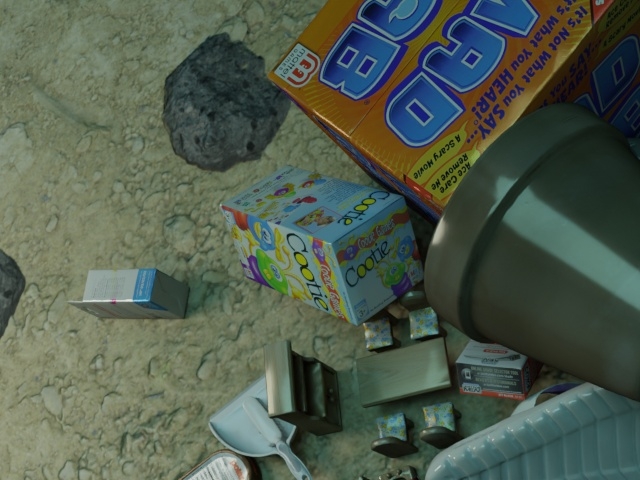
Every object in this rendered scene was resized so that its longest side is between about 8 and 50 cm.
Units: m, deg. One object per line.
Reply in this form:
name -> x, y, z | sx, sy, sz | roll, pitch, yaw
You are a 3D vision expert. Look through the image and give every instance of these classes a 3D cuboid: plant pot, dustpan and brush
plant pot -> 0.335, 0.037, 1.267 | 0.280, 0.323, 0.323 | 38, 90, 35
dustpan and brush -> -0.070, 0.296, 1.595 | 0.147, 0.060, 0.211 | -38, 61, -6

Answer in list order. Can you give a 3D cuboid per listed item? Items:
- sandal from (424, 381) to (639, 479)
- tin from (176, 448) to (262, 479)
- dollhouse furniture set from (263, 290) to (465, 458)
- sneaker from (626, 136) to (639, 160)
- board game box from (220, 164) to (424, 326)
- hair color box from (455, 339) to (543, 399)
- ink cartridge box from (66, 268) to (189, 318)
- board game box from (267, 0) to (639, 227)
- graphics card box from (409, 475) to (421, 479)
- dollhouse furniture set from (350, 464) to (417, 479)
sandal -> 0.330, 0.251, 1.378 | 0.416, 0.169, 0.102 | -19, 20, 14
tin -> -0.176, 0.401, 1.634 | 0.189, 0.040, 0.106 | -39, 61, 9
dollhouse furniture set -> 0.063, 0.196, 1.514 | 0.242, 0.161, 0.212 | -17, 62, 21
sneaker -> 0.510, -0.001, 1.365 | 0.139, 0.125, 0.341 | -18, 73, -14
board game box -> 0.000, 0.000, 1.572 | 0.144, 0.142, 0.275 | -33, 31, -27
hair color box -> 0.258, 0.147, 1.438 | 0.093, 0.053, 0.167 | 3, 26, 29
ink cartridge box -> -0.331, 0.092, 1.803 | 0.181, 0.104, 0.062 | -2, 68, 27
board game box -> 0.224, -0.206, 1.477 | 0.356, 0.356, 0.356 | -51, 56, 1
graphics card box -> 0.034, 0.503, 1.347 | 0.371, 0.094, 0.233 | -32, 92, 2
dollhouse furniture set -> 0.060, 0.396, 1.455 | 0.151, 0.123, 0.144 | -24, 60, 18
